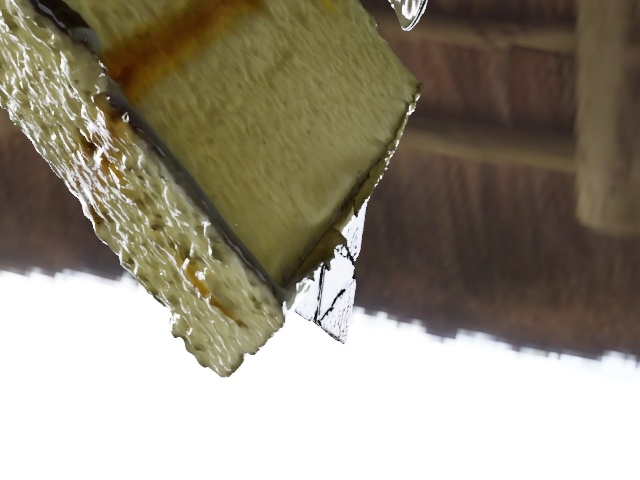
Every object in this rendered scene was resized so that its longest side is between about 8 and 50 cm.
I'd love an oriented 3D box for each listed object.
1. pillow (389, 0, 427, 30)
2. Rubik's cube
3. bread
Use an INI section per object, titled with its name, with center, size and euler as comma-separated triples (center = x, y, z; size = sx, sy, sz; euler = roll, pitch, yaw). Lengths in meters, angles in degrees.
[pillow]
center = 0.091, -0.278, 1.542
size = 0.033, 0.217, 0.130
euler = 10, 28, -17
[Rubik's cube]
center = 0.000, 0.000, 2.030
size = 0.284, 0.250, 0.234
euler = 29, -28, 56
[bread]
center = -0.060, -0.153, 1.340
size = 0.345, 0.405, 0.242
euler = 41, -29, 3
